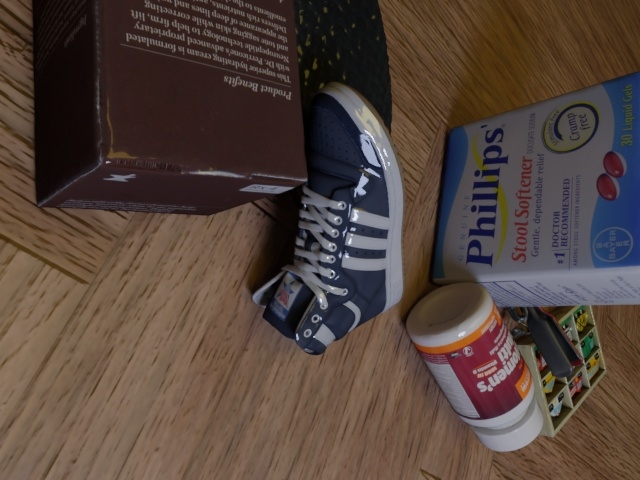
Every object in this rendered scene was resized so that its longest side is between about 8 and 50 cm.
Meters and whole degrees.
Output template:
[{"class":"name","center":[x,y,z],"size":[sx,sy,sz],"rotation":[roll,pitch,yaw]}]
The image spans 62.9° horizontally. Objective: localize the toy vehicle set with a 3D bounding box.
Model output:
[{"class":"toy vehicle set","center":[0.454,0.222,0.978],"size":[0.267,0.035,0.165],"rotation":[-20,96,-41]}]

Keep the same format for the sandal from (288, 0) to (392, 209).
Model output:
[{"class":"sandal","center":[-0.018,-0.236,0.568],"size":[0.168,0.107,0.445],"rotation":[-23,112,-37]}]

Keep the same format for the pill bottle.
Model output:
[{"class":"pill bottle","center":[0.218,0.176,0.723],"size":[0.121,0.121,0.221],"rotation":[-46,112,-36]}]

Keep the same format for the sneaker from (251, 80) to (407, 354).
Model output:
[{"class":"sneaker","center":[0.000,0.000,0.517],"size":[0.153,0.099,0.282],"rotation":[-32,132,-22]}]

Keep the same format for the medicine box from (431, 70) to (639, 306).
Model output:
[{"class":"medicine box","center":[0.329,-0.051,0.743],"size":[0.149,0.289,0.263],"rotation":[25,67,-38]}]

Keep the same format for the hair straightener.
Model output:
[{"class":"hair straightener","center":[0.345,0.123,0.863],"size":[0.089,0.047,0.230],"rotation":[-24,84,-41]}]

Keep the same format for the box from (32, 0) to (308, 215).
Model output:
[{"class":"box","center":[-0.131,-0.135,0.438],"size":[0.169,0.167,0.203],"rotation":[1,82,-41]}]
